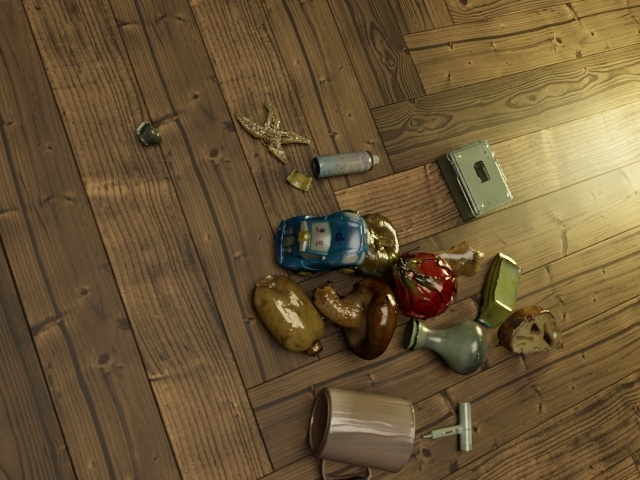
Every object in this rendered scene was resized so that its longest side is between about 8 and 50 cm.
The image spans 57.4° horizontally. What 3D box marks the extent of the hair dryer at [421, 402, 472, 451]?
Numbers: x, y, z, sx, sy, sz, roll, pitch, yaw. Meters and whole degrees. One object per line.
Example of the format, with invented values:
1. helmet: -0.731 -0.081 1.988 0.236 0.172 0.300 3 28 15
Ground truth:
1. hair dryer: 0.409 0.607 1.909 0.183 0.044 0.155 6 74 -15

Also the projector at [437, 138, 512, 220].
1. projector: 0.565 -0.223 2.122 0.191 0.099 0.257 -22 86 -23

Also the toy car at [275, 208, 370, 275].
1. toy car: 0.000 0.000 1.782 0.166 0.314 0.198 19 71 -51

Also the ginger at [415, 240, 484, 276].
1. ginger: 0.425 0.083 2.018 0.294 0.086 0.131 -13 110 -12

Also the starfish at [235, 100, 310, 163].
1. starfish: -0.159 -0.372 1.934 0.247 0.050 0.138 45 66 -8

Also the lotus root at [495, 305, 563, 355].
1. lotus root: 0.742 0.315 2.045 0.260 0.074 0.170 -5 105 -20

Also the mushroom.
1. mushroom: 0.122 0.237 1.781 0.254 0.267 0.268 -7 78 15

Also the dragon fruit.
1. dragon fruit: 0.300 0.138 1.835 0.293 0.233 0.234 20 70 -41

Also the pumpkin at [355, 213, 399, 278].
1. pumpkin: 0.168 0.018 1.885 0.218 0.162 0.219 11 72 -36

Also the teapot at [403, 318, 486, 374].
1. teapot: 0.403 0.331 1.907 0.250 0.183 0.184 15 73 -4

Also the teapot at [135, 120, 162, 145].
1. teapot: -0.531 -0.327 1.793 0.057 0.066 0.088 -37 69 -6

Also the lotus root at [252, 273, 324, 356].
1. lotus root: -0.090 0.229 1.767 0.160 0.146 0.284 -35 93 -8

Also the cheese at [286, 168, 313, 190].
1. cheese: -0.074 -0.204 1.928 0.084 0.041 0.060 27 77 -28

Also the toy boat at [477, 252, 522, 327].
1. toy boat: 0.638 0.173 2.064 0.111 0.084 0.276 29 69 -13

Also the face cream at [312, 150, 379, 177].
1. face cream: 0.090 -0.261 1.980 0.229 0.075 0.075 -11 81 -20

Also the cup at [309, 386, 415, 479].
1. cup: 0.111 0.580 1.748 0.273 0.288 0.208 14 38 -15
